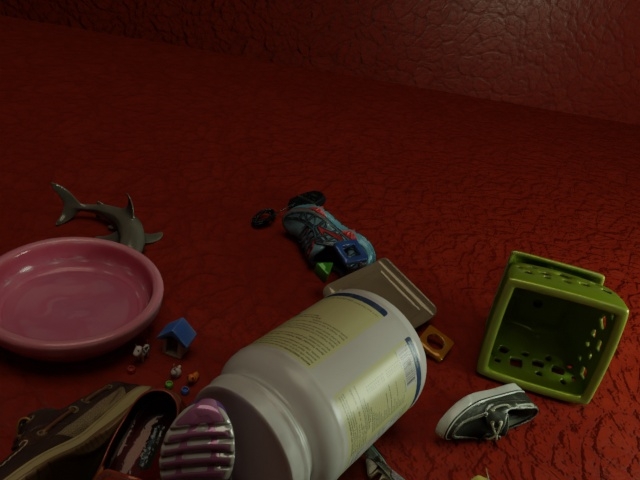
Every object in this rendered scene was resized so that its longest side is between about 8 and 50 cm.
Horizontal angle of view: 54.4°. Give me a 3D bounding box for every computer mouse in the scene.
[{"bbox_3d":[-0.082,-0.075,1.637,0.242,0.041,0.071,-24,37,-33],"label":"computer mouse"}]

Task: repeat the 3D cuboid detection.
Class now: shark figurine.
[{"bbox_3d":[-0.471,-0.064,1.421,0.278,0.116,0.166,30,35,25],"label":"shark figurine"}]

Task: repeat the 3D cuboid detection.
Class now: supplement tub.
[{"bbox_3d":[-0.010,0.236,0.969,0.235,0.236,0.324,31,37,28],"label":"supplement tub"}]

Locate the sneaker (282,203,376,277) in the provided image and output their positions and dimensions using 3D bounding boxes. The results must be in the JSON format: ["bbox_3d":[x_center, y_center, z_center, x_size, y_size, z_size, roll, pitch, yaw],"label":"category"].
[{"bbox_3d":[0.000,0.000,1.473,0.261,0.104,0.125,28,38,26],"label":"sneaker"}]

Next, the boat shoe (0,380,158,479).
[{"bbox_3d":[-0.374,0.299,0.879,0.123,0.124,0.342,16,27,23],"label":"boat shoe"}]

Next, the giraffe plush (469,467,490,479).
[{"bbox_3d":[0.148,0.409,0.829,0.170,0.211,0.181,-7,-4,16],"label":"giraffe plush"}]

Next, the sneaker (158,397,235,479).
[{"bbox_3d":[-0.156,0.312,0.833,0.095,0.237,0.104,3,14,1],"label":"sneaker"}]

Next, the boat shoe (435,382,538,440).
[{"bbox_3d":[0.299,0.311,1.097,0.219,0.078,0.070,-10,36,-33],"label":"boat shoe"}]

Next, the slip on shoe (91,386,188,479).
[{"bbox_3d":[-0.260,0.340,0.810,0.122,0.101,0.332,14,50,6],"label":"slip on shoe"}]

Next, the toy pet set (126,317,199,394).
[{"bbox_3d":[-0.265,0.197,1.112,0.122,0.065,0.114,17,32,9],"label":"toy pet set"}]

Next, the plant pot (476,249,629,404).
[{"bbox_3d":[0.454,0.158,1.261,0.228,0.227,0.207,15,25,8],"label":"plant pot"}]

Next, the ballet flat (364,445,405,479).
[{"bbox_3d":[0.097,0.368,0.982,0.041,0.041,0.114,-16,40,-37],"label":"ballet flat"}]

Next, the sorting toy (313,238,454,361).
[{"bbox_3d":[0.126,0.139,1.328,0.195,0.047,0.348,-25,59,-37],"label":"sorting toy"}]

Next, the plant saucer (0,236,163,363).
[{"bbox_3d":[-0.465,0.114,1.165,0.331,0.084,0.332,8,33,-5],"label":"plant saucer"}]
